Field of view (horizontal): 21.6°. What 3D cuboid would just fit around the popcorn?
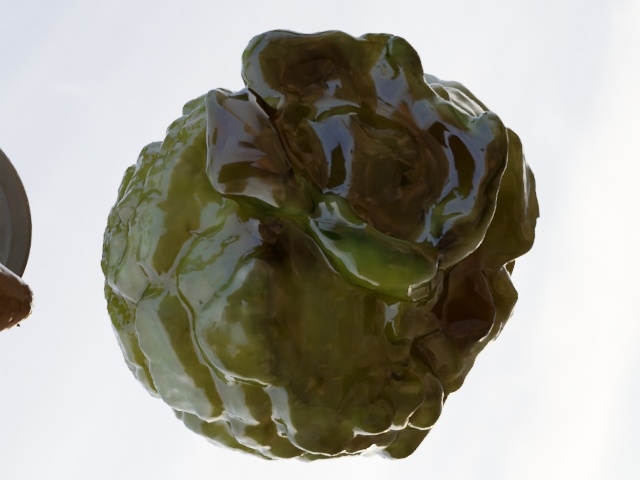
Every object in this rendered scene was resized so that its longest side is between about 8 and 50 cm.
[{"bbox_3d":[0.000,0.000,0.983,0.270,0.224,0.258,14,-71,-55],"label":"popcorn"}]

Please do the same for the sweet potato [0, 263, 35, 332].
[{"bbox_3d":[-0.298,0.012,1.077,0.251,0.097,0.097,23,-103,-30],"label":"sweet potato"}]

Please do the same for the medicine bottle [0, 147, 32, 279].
[{"bbox_3d":[-0.411,-0.010,1.649,0.232,0.237,0.238,176,109,-73],"label":"medicine bottle"}]
